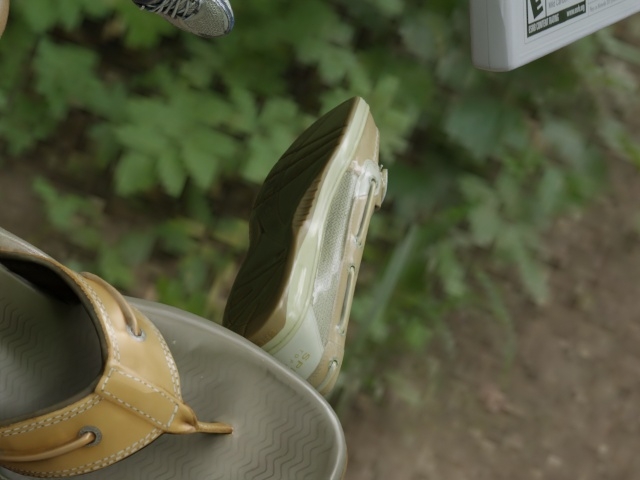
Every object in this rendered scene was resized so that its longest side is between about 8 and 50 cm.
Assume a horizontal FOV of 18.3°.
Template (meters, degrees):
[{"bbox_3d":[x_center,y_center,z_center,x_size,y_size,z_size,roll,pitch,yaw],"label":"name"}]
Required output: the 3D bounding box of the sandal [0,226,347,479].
[{"bbox_3d":[-0.075,0.030,0.525,0.180,0.072,0.049,32,-16,-8],"label":"sandal"}]

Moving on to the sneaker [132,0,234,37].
[{"bbox_3d":[-0.130,-0.201,1.609,0.135,0.052,0.058,32,24,-16],"label":"sneaker"}]

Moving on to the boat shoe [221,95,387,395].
[{"bbox_3d":[0.001,0.000,0.865,0.048,0.056,0.153,41,39,-22],"label":"boat shoe"}]

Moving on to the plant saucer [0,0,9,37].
[{"bbox_3d":[-0.149,-0.102,0.736,0.083,0.083,0.015,14,-28,-36],"label":"plant saucer"}]

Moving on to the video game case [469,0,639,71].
[{"bbox_3d":[0.190,-0.297,1.368,0.036,0.299,0.329,8,21,33],"label":"video game case"}]
